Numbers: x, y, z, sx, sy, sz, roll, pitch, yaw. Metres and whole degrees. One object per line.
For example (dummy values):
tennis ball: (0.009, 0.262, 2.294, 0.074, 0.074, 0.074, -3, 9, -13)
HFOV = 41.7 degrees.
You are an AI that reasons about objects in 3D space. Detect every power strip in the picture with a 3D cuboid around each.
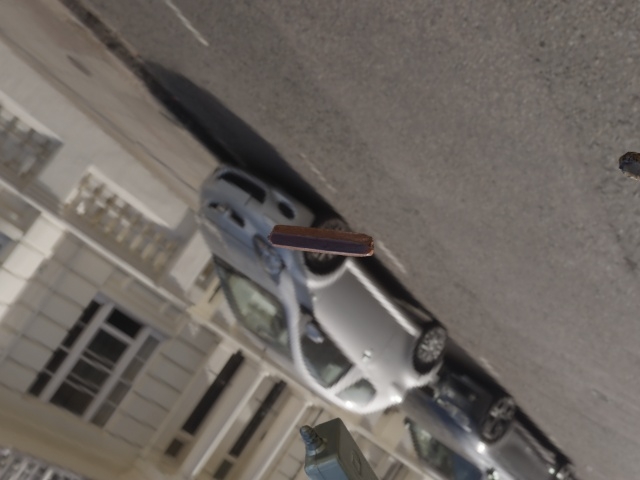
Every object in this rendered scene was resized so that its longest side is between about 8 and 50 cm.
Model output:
power strip: (0.062, 0.381, 1.197, 0.338, 0.058, 0.098, 59, -164, -21)

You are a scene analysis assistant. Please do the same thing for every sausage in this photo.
sausage: (0.000, 0.000, 1.121, 0.147, 0.035, 0.030, 8, 135, 13)

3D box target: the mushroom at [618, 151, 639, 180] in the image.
mushroom: (0.588, -0.093, 1.358, 0.217, 0.227, 0.148, 5, 172, 40)
